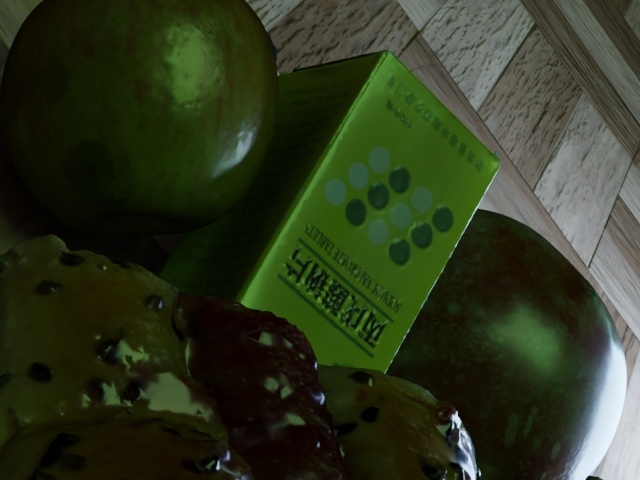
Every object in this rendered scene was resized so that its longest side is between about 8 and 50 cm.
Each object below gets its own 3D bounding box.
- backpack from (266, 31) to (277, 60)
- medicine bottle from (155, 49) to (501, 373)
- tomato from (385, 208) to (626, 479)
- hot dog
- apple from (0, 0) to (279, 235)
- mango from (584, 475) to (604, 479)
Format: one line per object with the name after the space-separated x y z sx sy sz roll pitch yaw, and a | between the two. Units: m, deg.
-0.105 -0.178 1.367 0.165 0.106 0.120 38 31 -27 | backpack
0.000 0.000 1.227 0.137 0.141 0.250 43 64 -28 | medicine bottle
0.126 0.096 1.352 0.270 0.223 0.270 41 34 -35 | tomato
-0.047 0.205 0.960 0.367 0.196 0.365 27 38 -25 | hot dog
-0.124 -0.091 1.169 0.196 0.196 0.196 38 35 -33 | apple
0.153 0.346 1.172 0.199 0.221 0.384 16 66 -10 | mango
